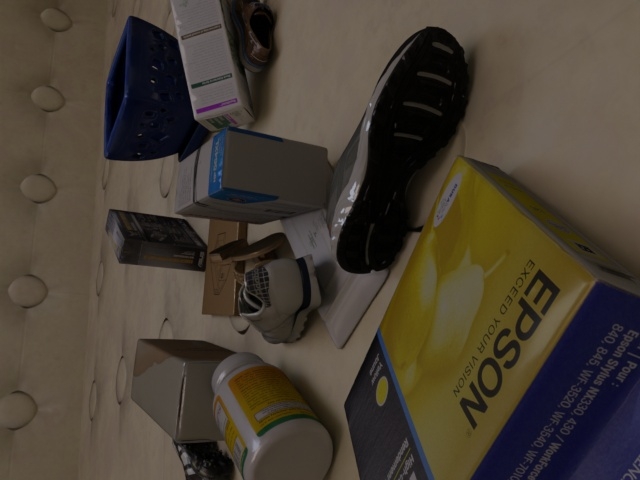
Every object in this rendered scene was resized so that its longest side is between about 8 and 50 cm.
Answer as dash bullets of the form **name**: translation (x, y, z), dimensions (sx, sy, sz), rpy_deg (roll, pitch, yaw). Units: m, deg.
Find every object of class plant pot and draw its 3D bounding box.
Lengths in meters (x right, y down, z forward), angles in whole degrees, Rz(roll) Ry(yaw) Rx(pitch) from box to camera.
- **plant pot**: translation (-0.365, -0.324, 1.297), dimensions (0.236, 0.212, 0.236), rpy_deg (-42, 50, 49)

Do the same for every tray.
- **tray**: translation (0.000, 0.000, 0.774), dimensions (0.145, 0.030, 0.270), rpy_deg (-61, 36, 31)

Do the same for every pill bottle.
- **pill bottle**: translation (-0.078, 0.240, 0.766), dimensions (0.208, 0.117, 0.118), rpy_deg (35, 114, 57)

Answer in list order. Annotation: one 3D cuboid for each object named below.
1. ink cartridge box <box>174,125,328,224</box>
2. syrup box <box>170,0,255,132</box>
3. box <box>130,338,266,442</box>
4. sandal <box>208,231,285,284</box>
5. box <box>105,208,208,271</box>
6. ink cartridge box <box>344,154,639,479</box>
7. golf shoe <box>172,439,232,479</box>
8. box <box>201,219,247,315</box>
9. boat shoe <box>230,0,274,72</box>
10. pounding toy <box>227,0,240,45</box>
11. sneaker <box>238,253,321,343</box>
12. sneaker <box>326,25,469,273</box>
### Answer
- **ink cartridge box**: translation (-0.103, -0.081, 0.791), dimensions (0.203, 0.148, 0.086), rpy_deg (-9, 76, 59)
- **syrup box**: translation (-0.196, -0.329, 1.040), dimensions (0.093, 0.096, 0.237), rpy_deg (23, -125, -80)
- **box**: translation (-0.223, 0.251, 0.992), dimensions (0.311, 0.147, 0.121), rpy_deg (-4, 80, 58)
- **sandal**: translation (-0.108, 0.042, 0.928), dimensions (0.240, 0.088, 0.079), rpy_deg (-4, 112, 60)
- **box**: translation (-0.368, -0.002, 1.260), dimensions (0.231, 0.183, 0.056), rpy_deg (35, 114, 56)
- **ink cartridge box**: translation (0.116, 0.126, 0.433), dimensions (0.307, 0.072, 0.304), rpy_deg (-103, 32, -64)
- **golf shoe**: translation (-0.228, 0.409, 1.032), dimensions (0.198, 0.077, 0.094), rpy_deg (15, 97, 61)
- **box**: translation (-0.187, 0.044, 1.098), dimensions (0.164, 0.021, 0.201), rpy_deg (-11, 74, 59)
- **boat shoe**: translation (-0.116, -0.401, 1.042), dimensions (0.066, 0.066, 0.183), rpy_deg (-31, 64, 45)
- **pounding toy**: translation (-0.245, -0.490, 1.182), dimensions (0.154, 0.154, 0.270), rpy_deg (-10, 75, 55)
- **sneaker**: translation (-0.069, 0.086, 0.776), dimensions (0.235, 0.094, 0.090), rpy_deg (112, 144, -59)
- **sneaker**: translation (0.066, -0.100, 0.617), dimensions (0.272, 0.100, 0.108), rpy_deg (-67, 28, 25)
